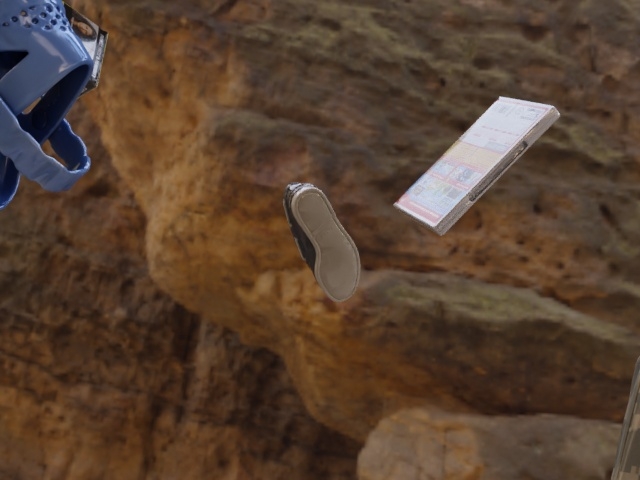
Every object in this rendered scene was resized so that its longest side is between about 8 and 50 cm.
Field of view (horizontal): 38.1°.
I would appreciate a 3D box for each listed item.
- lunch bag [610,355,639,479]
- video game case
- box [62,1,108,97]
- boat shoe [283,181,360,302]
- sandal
[{"bbox_3d":[0.394,0.219,0.779,0.256,0.213,0.305,8,-17,27],"label":"lunch bag"},{"bbox_3d":[0.266,-0.137,1.618,0.025,0.285,0.204,46,-2,-20],"label":"video game case"},{"bbox_3d":[-0.337,-0.242,0.978,0.058,0.087,0.232,-20,-38,36],"label":"box"},{"bbox_3d":[0.000,0.000,1.370,0.065,0.075,0.206,35,-26,54],"label":"boat shoe"},{"bbox_3d":[-0.257,-0.167,0.817,0.138,0.317,0.126,11,12,16],"label":"sandal"}]
